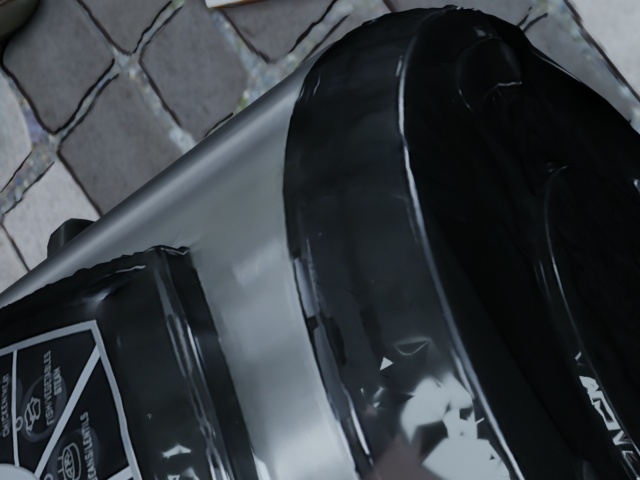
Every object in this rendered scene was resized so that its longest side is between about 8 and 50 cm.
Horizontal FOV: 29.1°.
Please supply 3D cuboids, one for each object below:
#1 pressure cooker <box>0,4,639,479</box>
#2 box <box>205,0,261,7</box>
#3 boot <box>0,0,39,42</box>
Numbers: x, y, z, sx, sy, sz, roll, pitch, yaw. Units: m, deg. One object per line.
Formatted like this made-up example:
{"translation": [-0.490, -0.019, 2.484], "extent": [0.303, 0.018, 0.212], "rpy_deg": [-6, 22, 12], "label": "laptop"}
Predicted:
{"translation": [-0.009, 0.153, 0.553], "extent": [0.420, 0.370, 0.375], "rpy_deg": [-33, 105, 29], "label": "pressure cooker"}
{"translation": [-0.024, -0.182, 0.711], "extent": [0.136, 0.028, 0.081], "rpy_deg": [-4, 97, 35], "label": "box"}
{"translation": [-0.246, -0.095, 0.853], "extent": [0.219, 0.082, 0.106], "rpy_deg": [-30, 104, 28], "label": "boot"}
